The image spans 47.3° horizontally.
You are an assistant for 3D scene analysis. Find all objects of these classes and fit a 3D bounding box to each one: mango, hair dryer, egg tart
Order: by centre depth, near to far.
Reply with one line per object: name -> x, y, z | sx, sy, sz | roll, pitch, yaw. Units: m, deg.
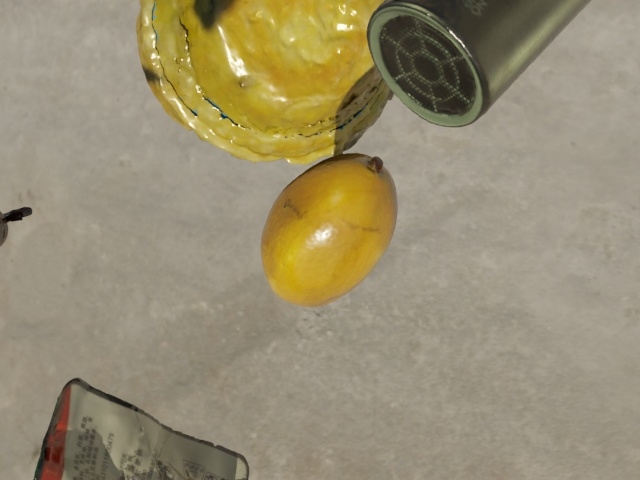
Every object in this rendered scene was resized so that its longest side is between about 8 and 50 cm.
hair dryer -> 0.052, -0.208, 0.409 | 0.248, 0.078, 0.195 | 42, 71, 7
mango -> 0.000, 0.000, 0.700 | 0.147, 0.109, 0.227 | -57, 1, -26
egg tart -> -0.040, -0.275, 0.946 | 0.169, 0.388, 0.388 | -144, 72, -69

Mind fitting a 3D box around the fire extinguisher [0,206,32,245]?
fire extinguisher -> -0.600, -0.007, 1.221 | 0.141, 0.341, 0.105 | -7, 104, 5

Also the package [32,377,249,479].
package -> -0.153, 0.234, 0.644 | 0.040, 0.232, 0.166 | -25, 46, 34
